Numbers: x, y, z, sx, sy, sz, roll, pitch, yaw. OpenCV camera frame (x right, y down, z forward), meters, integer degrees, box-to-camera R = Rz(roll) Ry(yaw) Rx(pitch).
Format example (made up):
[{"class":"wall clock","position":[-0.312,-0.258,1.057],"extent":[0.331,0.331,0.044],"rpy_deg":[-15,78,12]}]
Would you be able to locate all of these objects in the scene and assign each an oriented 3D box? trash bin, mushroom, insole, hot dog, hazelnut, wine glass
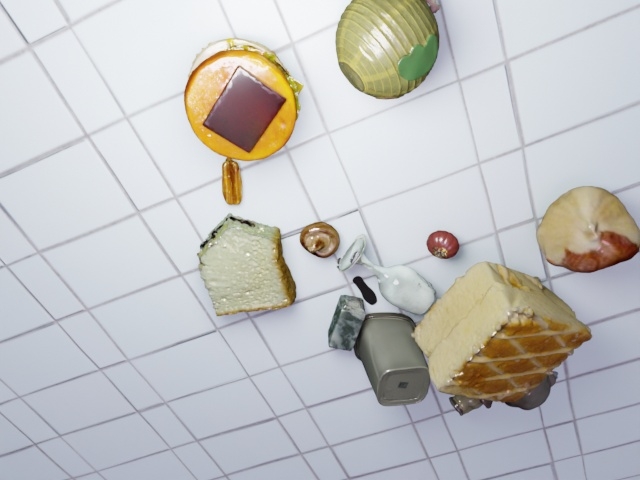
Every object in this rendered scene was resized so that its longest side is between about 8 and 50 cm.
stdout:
[{"class":"trash bin","position":[0.243,0.402,1.474],"extent":[0.220,0.250,0.219],"rpy_deg":[-4,118,-6]},{"class":"mushroom","position":[-0.003,-0.001,1.345],"extent":[0.126,0.085,0.109],"rpy_deg":[45,74,-19]},{"class":"insole","position":[0.152,0.171,1.484],"extent":[0.045,0.002,0.135],"rpy_deg":[-32,115,14]},{"class":"hot dog","position":[-0.259,-0.172,1.273],"extent":[0.062,0.038,0.144],"rpy_deg":[1,116,2]},{"class":"hazelnut","position":[0.767,-0.029,1.256],"extent":[0.261,0.241,0.261],"rpy_deg":[4,97,38]},{"class":"wine glass","position":[0.213,0.117,1.380],"extent":[0.321,0.143,0.143],"rpy_deg":[35,112,-17]}]

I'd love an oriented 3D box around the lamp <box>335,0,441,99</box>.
[{"class":"lamp","position":[0.168,-0.475,1.014],"extent":[0.284,0.250,0.250],"rpy_deg":[-46,111,1]}]

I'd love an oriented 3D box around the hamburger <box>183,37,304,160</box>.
[{"class":"hamburger","position":[-0.193,-0.352,1.071],"extent":[0.291,0.225,0.290],"rpy_deg":[-3,124,-4]}]

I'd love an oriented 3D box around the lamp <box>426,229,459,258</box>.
[{"class":"lamp","position":[0.379,0.013,1.355],"extent":[0.101,0.090,0.101],"rpy_deg":[22,148,14]}]

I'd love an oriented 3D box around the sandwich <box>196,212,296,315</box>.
[{"class":"sandwich","position":[-0.234,0.071,1.354],"extent":[0.262,0.131,0.325],"rpy_deg":[-9,121,5]}]

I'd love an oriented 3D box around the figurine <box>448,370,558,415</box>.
[{"class":"figurine","position":[0.651,0.522,1.571],"extent":[0.381,0.203,0.248],"rpy_deg":[-30,118,16]}]

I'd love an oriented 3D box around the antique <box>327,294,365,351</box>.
[{"class":"antique","position":[0.089,0.278,1.494],"extent":[0.086,0.088,0.182],"rpy_deg":[12,117,-8]}]

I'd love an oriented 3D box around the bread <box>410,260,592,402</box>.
[{"class":"bread","position":[0.543,0.282,1.342],"extent":[0.390,0.279,0.371],"rpy_deg":[14,120,-29]}]
